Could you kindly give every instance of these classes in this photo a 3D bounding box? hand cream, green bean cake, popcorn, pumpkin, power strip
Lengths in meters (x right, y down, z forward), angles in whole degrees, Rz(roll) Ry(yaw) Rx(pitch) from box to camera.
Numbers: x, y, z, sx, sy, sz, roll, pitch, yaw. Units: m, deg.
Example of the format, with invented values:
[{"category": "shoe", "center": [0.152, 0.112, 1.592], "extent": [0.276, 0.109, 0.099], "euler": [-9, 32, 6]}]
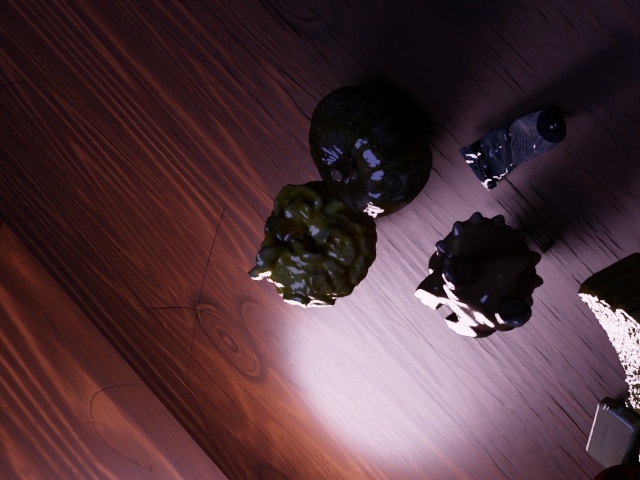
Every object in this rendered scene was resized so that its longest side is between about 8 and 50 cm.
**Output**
[{"category": "hand cream", "center": [0.283, -0.136, 1.989], "extent": [0.248, 0.052, 0.075], "euler": [147, 109, -67]}, {"category": "green bean cake", "center": [0.479, 0.148, 1.893], "extent": [0.236, 0.124, 0.233], "euler": [64, 172, -18]}, {"category": "popcorn", "center": [-0.011, -0.002, 2.366], "extent": [0.181, 0.216, 0.235], "euler": [-147, 67, -71]}, {"category": "pumpkin", "center": [0.072, -0.130, 2.176], "extent": [0.219, 0.162, 0.219], "euler": [33, 141, 32]}, {"category": "power strip", "center": [0.473, 0.311, 2.212], "extent": [0.076, 0.028, 0.169], "euler": [38, 150, 26]}]

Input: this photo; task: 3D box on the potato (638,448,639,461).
[{"category": "potato", "center": [0.591, 0.371, 1.978], "extent": [0.298, 0.141, 0.176], "euler": [45, 164, 13]}]

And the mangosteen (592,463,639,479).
[{"category": "mangosteen", "center": [0.491, 0.452, 2.193], "extent": [0.146, 0.156, 0.181], "euler": [31, 114, 50]}]

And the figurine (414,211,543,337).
[{"category": "figurine", "center": [0.255, 0.045, 2.087], "extent": [0.177, 0.173, 0.247], "euler": [37, 166, 6]}]
